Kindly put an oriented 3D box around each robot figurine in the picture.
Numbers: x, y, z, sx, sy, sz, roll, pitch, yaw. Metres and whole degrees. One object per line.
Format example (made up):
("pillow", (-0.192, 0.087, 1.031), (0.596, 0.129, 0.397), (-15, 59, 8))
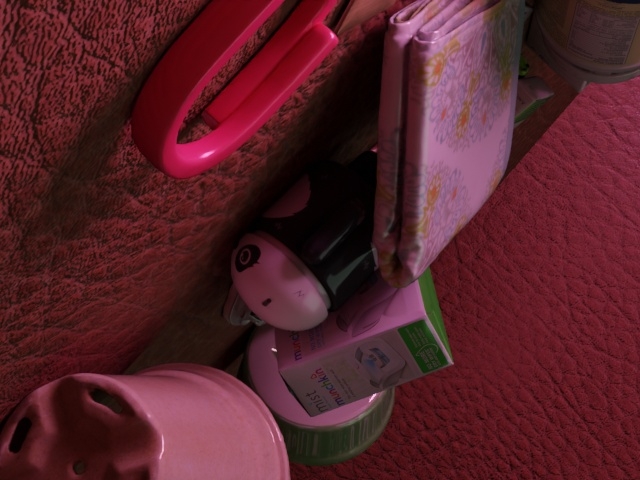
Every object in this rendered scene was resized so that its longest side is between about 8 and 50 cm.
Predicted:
("robot figurine", (-0.001, -0.002, 1.718), (0.278, 0.173, 0.209), (-45, 144, -16))

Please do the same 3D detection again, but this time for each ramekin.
("ramekin", (-0.007, 0.248, 2.254), (0.303, 0.303, 0.148), (-43, 160, -23))

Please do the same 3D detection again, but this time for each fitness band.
("fitness band", (-0.065, -0.182, 1.157), (0.291, 0.054, 0.209), (-48, 167, -2))

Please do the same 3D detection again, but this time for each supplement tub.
("supplement tub", (0.440, -0.392, 1.803), (0.235, 0.235, 0.325), (-46, 163, -11))

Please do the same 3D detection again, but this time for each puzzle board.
("puzzle board", (0.068, -0.289, 1.387), (0.128, 0.011, 0.096), (-37, 163, -47))

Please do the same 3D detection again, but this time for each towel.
("towel", (0.170, -0.166, 1.647), (0.320, 0.090, 0.375), (-40, 139, -48))

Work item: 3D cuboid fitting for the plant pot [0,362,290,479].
("plant pot", (-0.245, 0.299, 1.548), (0.334, 0.334, 0.305), (-48, 158, 1))

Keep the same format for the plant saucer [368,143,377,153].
("plant saucer", (0.121, -0.120, 2.093), (0.258, 0.047, 0.259), (-43, 169, -23))

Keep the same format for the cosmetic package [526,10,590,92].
("cosmetic package", (0.492, -0.427, 2.170), (0.197, 0.155, 0.365), (-44, 170, -3))

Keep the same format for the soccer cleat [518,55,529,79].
("soccer cleat", (0.323, -0.301, 2.235), (0.072, 0.060, 0.179), (-34, 179, 40))

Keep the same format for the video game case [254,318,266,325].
("video game case", (0.055, -0.002, 2.058), (0.329, 0.036, 0.300), (-50, 163, 32))

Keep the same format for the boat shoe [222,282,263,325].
("boat shoe", (-0.107, 0.100, 1.931), (0.066, 0.063, 0.184), (-42, 167, -29))

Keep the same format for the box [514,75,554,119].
("box", (0.289, -0.188, 2.318), (0.322, 0.058, 0.232), (-39, 175, 20))

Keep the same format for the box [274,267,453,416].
("box", (0.053, 0.099, 1.819), (0.231, 0.262, 0.127), (-21, 131, 12))

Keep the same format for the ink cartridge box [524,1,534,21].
("ink cartridge box", (0.250, -0.325, 1.824), (0.109, 0.063, 0.150), (-52, 169, 19))
